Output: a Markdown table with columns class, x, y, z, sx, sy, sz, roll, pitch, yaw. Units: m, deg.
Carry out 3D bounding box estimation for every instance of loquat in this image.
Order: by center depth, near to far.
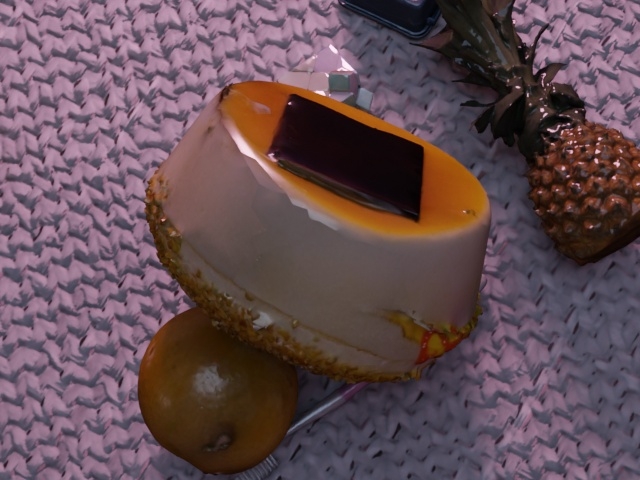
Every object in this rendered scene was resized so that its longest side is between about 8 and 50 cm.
| class | x | y | z | sx | sy | sz | roll | pitch | yaw |
| --- | --- | --- | --- | --- | --- | --- | --- | --- | --- |
| loquat | -0.084 | 0.124 | 1.251 | 0.141 | 0.141 | 0.141 | -1 | 74 | 2 |

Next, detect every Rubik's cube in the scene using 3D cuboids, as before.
| class | x | y | z | sx | sy | sz | roll | pitch | yaw |
| --- | --- | --- | --- | --- | --- | --- | --- | --- | --- |
| Rubik's cube | 0.005 | -0.119 | 1.344 | 0.084 | 0.075 | 0.073 | -44 | 60 | 5 |

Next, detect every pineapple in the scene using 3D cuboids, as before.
| class | x | y | z | sx | sy | sz | roll | pitch | yaw |
| --- | --- | --- | --- | --- | --- | --- | --- | --- | --- |
| pineapple | 0.197 | -0.116 | 1.319 | 0.130 | 0.119 | 0.277 | -37 | 74 | 12 |

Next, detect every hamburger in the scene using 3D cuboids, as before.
| class | x | y | z | sx | sy | sz | roll | pitch | yaw |
| --- | --- | --- | --- | --- | --- | --- | --- | --- | --- |
| hamburger | 0.000 | 0.000 | 1.210 | 0.294 | 0.276 | 0.179 | 22 | 113 | -8 |

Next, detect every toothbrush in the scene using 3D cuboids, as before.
| class | x | y | z | sx | sy | sz | roll | pitch | yaw |
| --- | --- | --- | --- | --- | --- | --- | --- | --- | --- |
| toothbrush | 0.036 | 0.123 | 1.305 | 0.286 | 0.020 | 0.025 | -39 | 85 | -8 |

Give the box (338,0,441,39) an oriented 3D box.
| class | x | y | z | sx | sy | sz | roll | pitch | yaw |
| --- | --- | --- | --- | --- | --- | --- | --- | --- | --- |
| box | 0.069 | -0.241 | 1.387 | 0.099 | 0.054 | 0.074 | 26 | 75 | 9 |
